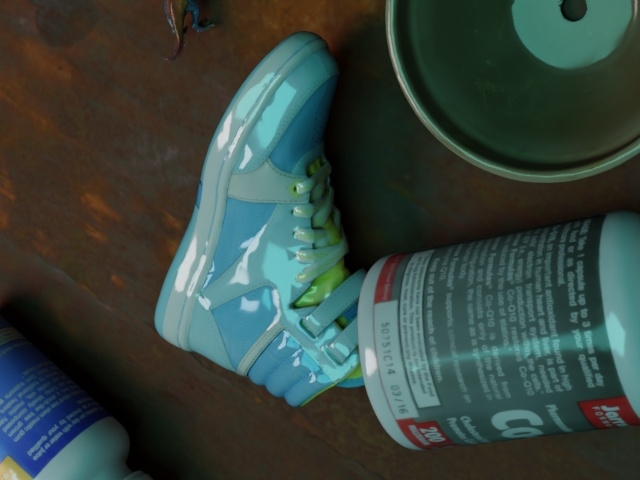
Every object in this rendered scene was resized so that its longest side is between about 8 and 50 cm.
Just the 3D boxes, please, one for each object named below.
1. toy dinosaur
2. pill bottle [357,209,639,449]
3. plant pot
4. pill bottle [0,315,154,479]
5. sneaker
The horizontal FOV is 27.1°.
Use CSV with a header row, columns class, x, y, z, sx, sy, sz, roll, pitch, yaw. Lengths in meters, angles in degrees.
class,x,y,z,sx,sy,sz,roll,pitch,yaw
toy dinosaur,-0.116,-0.213,1.132,0.047,0.090,0.082,-6,134,10
pill bottle,0.185,0.066,1.014,0.283,0.161,0.161,-11,99,27
plant pot,0.176,-0.168,0.985,0.237,0.109,0.237,6,106,22
pill bottle,-0.280,0.197,1.266,0.272,0.152,0.152,40,116,11
sneaker,0.000,0.000,1.105,0.208,0.127,0.319,32,124,16
